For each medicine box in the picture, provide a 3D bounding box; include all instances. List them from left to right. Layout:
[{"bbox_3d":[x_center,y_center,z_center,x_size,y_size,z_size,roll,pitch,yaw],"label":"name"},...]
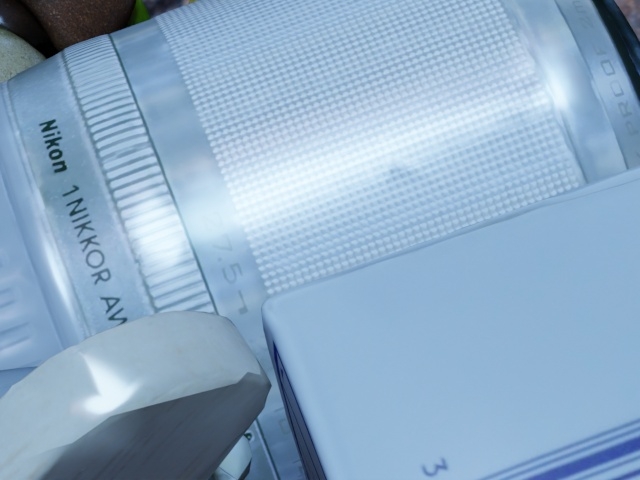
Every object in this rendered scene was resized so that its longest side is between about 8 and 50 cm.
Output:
[{"bbox_3d":[0.105,0.166,0.603,0.149,0.289,0.263,-20,60,-3],"label":"medicine box"}]

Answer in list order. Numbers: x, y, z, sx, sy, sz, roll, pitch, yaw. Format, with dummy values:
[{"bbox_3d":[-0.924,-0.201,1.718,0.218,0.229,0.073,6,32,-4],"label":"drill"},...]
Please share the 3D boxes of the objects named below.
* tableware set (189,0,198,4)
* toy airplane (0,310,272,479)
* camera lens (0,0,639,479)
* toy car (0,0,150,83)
[{"bbox_3d":[-0.048,-0.150,0.962,0.104,0.024,0.154,-39,61,-24],"label":"tableware set"},{"bbox_3d":[-0.170,0.189,0.584,0.386,0.384,0.272,-16,46,-1],"label":"toy airplane"},{"bbox_3d":[0.000,0.000,0.753,0.274,0.219,0.219,-21,60,-4],"label":"camera lens"},{"bbox_3d":[-0.178,-0.073,0.871,0.149,0.155,0.188,13,75,15],"label":"toy car"}]
